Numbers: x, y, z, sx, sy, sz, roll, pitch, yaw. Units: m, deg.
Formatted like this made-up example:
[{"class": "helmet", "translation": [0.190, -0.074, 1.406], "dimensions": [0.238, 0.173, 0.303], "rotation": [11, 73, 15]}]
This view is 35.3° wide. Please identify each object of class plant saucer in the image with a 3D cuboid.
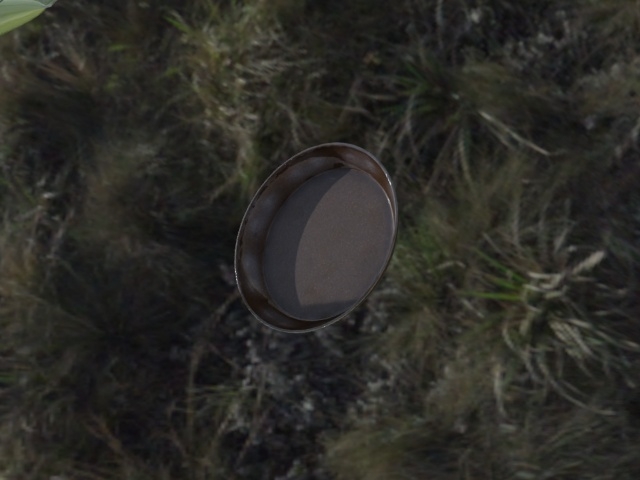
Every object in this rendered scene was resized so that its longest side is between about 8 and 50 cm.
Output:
[{"class": "plant saucer", "translation": [0.000, 0.000, 0.850], "dimensions": [0.168, 0.029, 0.169], "rotation": [-17, 60, 32]}]

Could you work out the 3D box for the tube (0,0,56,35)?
[{"class": "tube", "translation": [-0.378, -0.244, 1.104], "dimensions": [0.240, 0.062, 0.070], "rotation": [-11, 71, 19]}]
